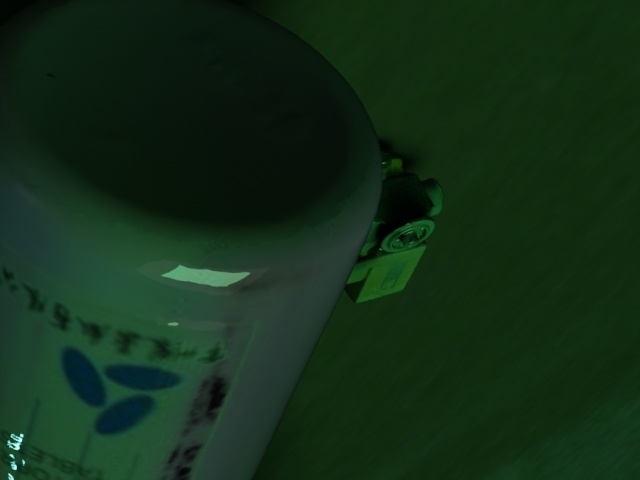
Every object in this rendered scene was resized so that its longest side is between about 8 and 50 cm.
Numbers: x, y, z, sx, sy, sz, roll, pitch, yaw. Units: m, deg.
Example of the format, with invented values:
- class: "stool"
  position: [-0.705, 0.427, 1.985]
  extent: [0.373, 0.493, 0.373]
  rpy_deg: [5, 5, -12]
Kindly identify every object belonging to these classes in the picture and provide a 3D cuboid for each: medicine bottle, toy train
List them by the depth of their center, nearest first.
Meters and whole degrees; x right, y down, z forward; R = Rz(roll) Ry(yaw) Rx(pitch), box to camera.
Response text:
- class: "medicine bottle"
  position: [-0.082, 0.038, 0.543]
  extent: [0.152, 0.152, 0.254]
  rpy_deg: [-6, 140, -31]
- class: "toy train"
  position: [0.000, 0.000, 0.650]
  extent: [0.122, 0.050, 0.081]
  rpy_deg: [-14, 151, -25]
